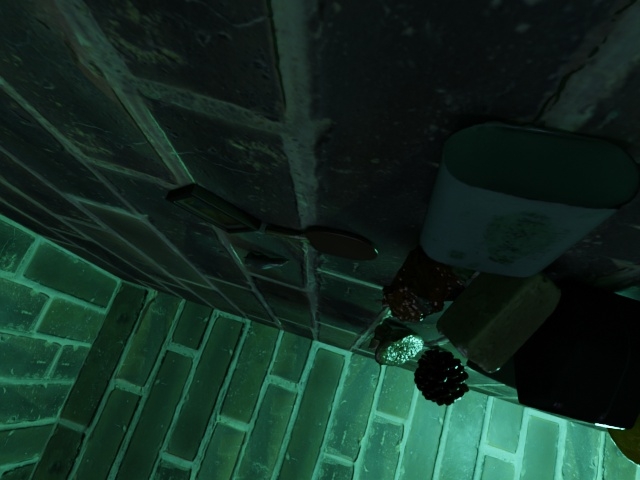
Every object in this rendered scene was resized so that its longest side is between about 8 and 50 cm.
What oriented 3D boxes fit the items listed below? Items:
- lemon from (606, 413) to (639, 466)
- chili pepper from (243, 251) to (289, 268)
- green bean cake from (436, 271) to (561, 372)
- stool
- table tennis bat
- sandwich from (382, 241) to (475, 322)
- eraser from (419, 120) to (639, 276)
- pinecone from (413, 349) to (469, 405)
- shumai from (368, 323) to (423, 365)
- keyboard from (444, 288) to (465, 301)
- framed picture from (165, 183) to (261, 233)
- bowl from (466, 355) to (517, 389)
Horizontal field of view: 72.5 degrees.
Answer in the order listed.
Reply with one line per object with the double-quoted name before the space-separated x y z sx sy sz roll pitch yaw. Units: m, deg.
"lemon" 0.724 0.361 0.899 0.284 0.261 0.260 30 159 -26
"chili pepper" -0.154 0.059 1.191 0.153 0.041 0.050 8 -158 27
"green bean cake" 0.285 0.114 0.699 0.109 0.179 0.085 37 -171 -32
"stool" 0.429 0.187 0.726 0.141 0.232 0.232 14 162 5
"table tennis bat" 0.000 0.000 0.906 0.246 0.022 0.138 11 160 15
"sandwich" 0.181 0.085 0.760 0.109 0.160 0.185 33 158 16
"eraser" 0.212 -0.032 0.499 0.174 0.081 0.227 14 161 12
"pinecone" 0.481 0.540 1.753 0.221 0.222 0.221 16 162 5
"shumai" 0.258 0.367 1.584 0.209 0.162 0.153 -7 -153 -29
"keyboard" 0.256 0.129 1.038 0.087 0.017 0.250 24 162 -20
"framed picture" -0.226 -0.062 0.926 0.168 0.023 0.127 32 158 -36
"bowl" 0.483 0.258 0.952 0.289 0.146 0.289 19 175 2
